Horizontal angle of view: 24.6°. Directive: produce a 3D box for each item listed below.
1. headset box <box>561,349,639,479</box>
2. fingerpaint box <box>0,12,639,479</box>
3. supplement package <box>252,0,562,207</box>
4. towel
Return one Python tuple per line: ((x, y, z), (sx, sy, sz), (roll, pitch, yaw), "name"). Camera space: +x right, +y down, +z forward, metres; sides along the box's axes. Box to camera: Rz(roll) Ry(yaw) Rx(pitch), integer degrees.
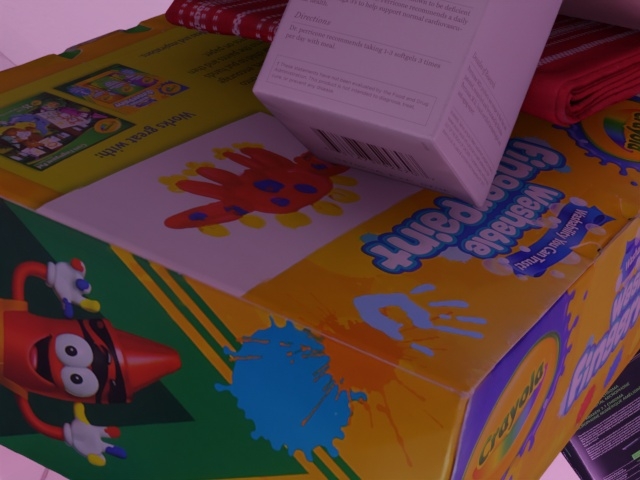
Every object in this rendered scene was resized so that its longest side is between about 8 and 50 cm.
((0.274, 0.139, 1.485), (0.283, 0.131, 0.246), (56, -179, -35), "headset box")
((0.000, 0.000, 0.910), (0.371, 0.163, 0.445), (21, -151, 21), "fingerpaint box")
((0.058, -0.126, 0.763), (0.105, 0.179, 0.105), (18, 170, 25), "supplement package")
((0.069, -0.126, 0.921), (0.275, 0.031, 0.199), (17, -158, 29), "towel")
